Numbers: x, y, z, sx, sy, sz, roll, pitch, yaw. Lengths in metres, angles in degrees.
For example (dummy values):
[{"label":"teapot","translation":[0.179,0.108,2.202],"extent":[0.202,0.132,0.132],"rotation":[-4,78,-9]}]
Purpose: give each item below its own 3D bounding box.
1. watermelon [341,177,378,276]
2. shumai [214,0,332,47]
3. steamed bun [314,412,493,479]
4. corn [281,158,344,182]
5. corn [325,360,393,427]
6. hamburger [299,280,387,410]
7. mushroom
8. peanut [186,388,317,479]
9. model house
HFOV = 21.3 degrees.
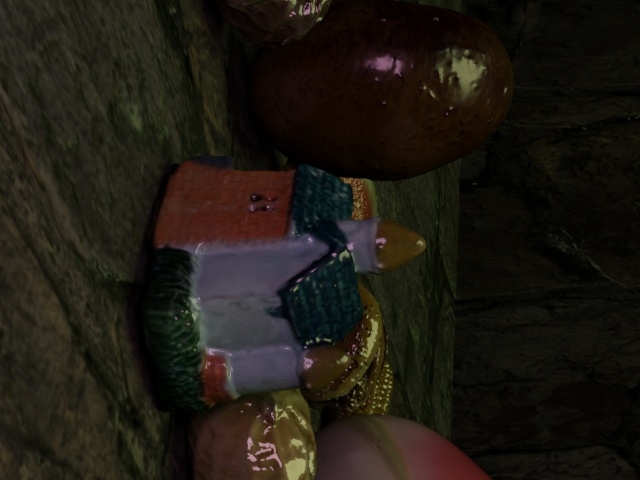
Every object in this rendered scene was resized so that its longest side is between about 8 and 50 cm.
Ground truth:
[{"label":"watermelon","translation":[0.041,-0.047,2.694],"extent":[0.119,0.063,0.245],"rotation":[-52,141,-52]},{"label":"shumai","translation":[-0.081,-0.336,1.976],"extent":[0.175,0.166,0.206],"rotation":[11,63,-51]},{"label":"steamed bun","translation":[0.107,0.366,2.239],"extent":[0.309,0.309,0.309],"rotation":[-2,90,-78]},{"label":"corn","translation":[0.000,0.000,2.380],"extent":[0.097,0.097,0.320],"rotation":[-80,165,-46]},{"label":"corn","translation":[0.050,0.309,2.568],"extent":[0.102,0.102,0.313],"rotation":[71,24,-55]},{"label":"hamburger","translation":[0.000,0.136,2.194],"extent":[0.177,0.185,0.113],"rotation":[52,-2,16]},{"label":"mushroom","translation":[0.089,-0.234,2.201],"extent":[0.334,0.331,0.356],"rotation":[116,-7,-63]},{"label":"peanut","translation":[-0.072,0.287,1.833],"extent":[0.140,0.153,0.325],"rotation":[7,76,-39]},{"label":"model house","translation":[-0.030,0.041,1.758],"extent":[0.253,0.291,0.184],"rotation":[-79,158,-48]}]
